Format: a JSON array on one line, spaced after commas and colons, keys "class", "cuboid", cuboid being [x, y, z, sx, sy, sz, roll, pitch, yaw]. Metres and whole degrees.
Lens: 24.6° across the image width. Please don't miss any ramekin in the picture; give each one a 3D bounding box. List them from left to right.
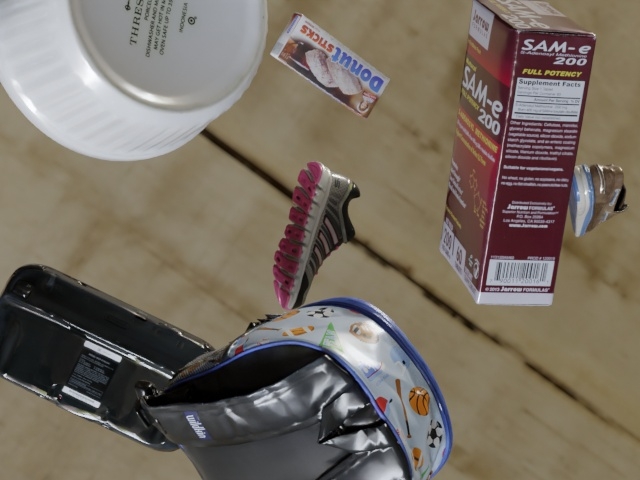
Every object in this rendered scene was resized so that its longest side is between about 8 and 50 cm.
[{"class": "ramekin", "cuboid": [-0.172, -0.215, 1.394, 0.127, 0.273, 0.273, -6, -134, 55]}]

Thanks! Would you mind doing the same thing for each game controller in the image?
[{"class": "game controller", "cuboid": [-0.298, 0.160, 1.984, 0.166, 0.319, 0.067, -64, -178, 12]}]

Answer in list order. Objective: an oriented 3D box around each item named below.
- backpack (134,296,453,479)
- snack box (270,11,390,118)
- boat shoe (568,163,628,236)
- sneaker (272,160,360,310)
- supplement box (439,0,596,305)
[{"class": "backpack", "cuboid": [0.000, 0.185, 1.461, 0.263, 0.276, 0.213, -28, -169, 46]}, {"class": "snack box", "cuboid": [0.014, -0.226, 1.910, 0.022, 0.178, 0.064, 29, -91, 49]}, {"class": "boat shoe", "cuboid": [0.325, -0.047, 1.714, 0.183, 0.066, 0.066, 49, 32, -78]}, {"class": "sneaker", "cuboid": [0.000, 0.000, 1.630, 0.063, 0.075, 0.170, 30, -73, 60]}, {"class": "supplement box", "cuboid": [0.165, -0.077, 1.259, 0.130, 0.073, 0.239, -117, -148, -67]}]
